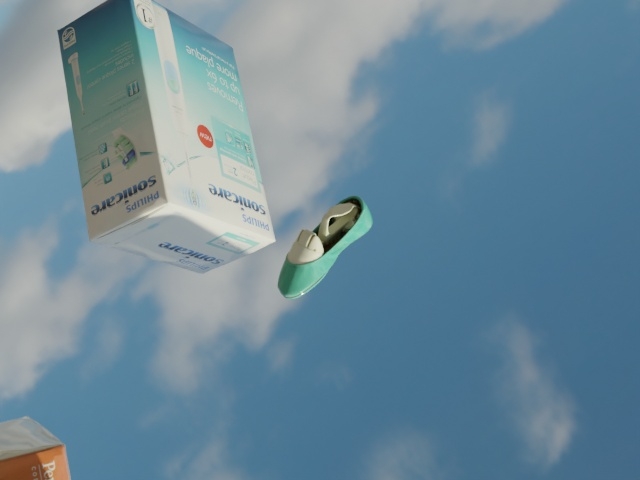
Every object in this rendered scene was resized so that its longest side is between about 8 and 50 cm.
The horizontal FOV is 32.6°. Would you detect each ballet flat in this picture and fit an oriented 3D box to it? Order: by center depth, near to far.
[{"bbox_3d":[0.000,0.000,1.950,0.083,0.087,0.247,18,-132,38],"label":"ballet flat"}]

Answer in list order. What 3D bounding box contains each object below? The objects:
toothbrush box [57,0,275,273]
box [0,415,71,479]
[{"bbox_3d":[-0.191,-0.128,1.355,0.126,0.216,0.295,-23,-114,26],"label":"toothbrush box"},{"bbox_3d":[-0.414,0.322,1.047,0.345,0.215,0.168,-11,-174,-26],"label":"box"}]
